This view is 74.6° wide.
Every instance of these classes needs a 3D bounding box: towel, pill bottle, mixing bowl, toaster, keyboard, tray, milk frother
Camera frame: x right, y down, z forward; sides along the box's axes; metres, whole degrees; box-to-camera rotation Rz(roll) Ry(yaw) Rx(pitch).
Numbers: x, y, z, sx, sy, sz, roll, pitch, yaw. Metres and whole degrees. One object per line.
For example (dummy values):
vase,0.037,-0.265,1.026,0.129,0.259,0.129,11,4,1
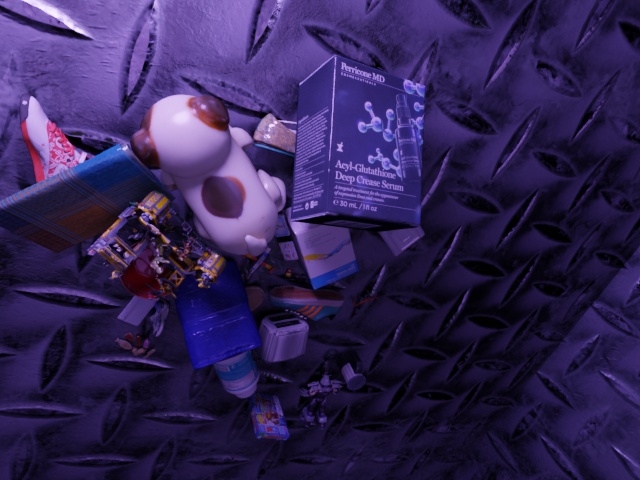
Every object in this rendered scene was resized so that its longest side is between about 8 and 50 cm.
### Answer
towel,-0.606,-0.099,1.094,0.370,0.040,0.271,-25,158,-4
pill bottle,-0.311,0.463,1.551,0.146,0.146,0.264,-18,124,-11
towel,-0.341,0.235,1.365,0.228,0.076,0.308,-17,86,-16
mixing bowl,-0.505,0.075,1.262,0.182,0.098,0.181,-5,103,-24
toaster,-0.146,0.354,1.548,0.227,0.129,0.146,-2,116,-37
keyboard,-0.558,0.177,1.371,0.072,0.014,0.256,32,104,-38
tray,0.281,-0.059,1.542,0.145,0.030,0.270,-37,125,4
milk frother,0.099,0.538,1.760,0.143,0.134,0.129,-10,121,-15

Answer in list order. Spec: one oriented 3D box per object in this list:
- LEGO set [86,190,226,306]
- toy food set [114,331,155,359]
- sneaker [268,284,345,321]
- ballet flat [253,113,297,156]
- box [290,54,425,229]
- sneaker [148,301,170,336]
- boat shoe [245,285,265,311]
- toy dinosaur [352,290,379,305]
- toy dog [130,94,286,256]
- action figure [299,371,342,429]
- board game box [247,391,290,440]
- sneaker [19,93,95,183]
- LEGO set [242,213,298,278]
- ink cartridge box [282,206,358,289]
LEGO set,-0.430,0.050,1.093,0.331,0.255,0.192,59,46,-35
toy food set,-0.630,0.353,1.443,0.078,0.019,0.122,-37,117,2
sneaker,-0.056,0.244,1.543,0.302,0.108,0.121,9,111,-27
ballet flat,-0.027,-0.276,1.251,0.349,0.123,0.123,17,112,-29
box,0.102,-0.236,1.143,0.294,0.212,0.395,5,84,-28
sneaker,-0.546,0.260,1.406,0.058,0.052,0.135,18,108,-16
boat shoe,-0.326,0.261,1.454,0.302,0.098,0.109,-26,125,-5
toy dinosaur,0.167,0.231,1.649,0.082,0.090,0.047,-36,115,-37
toy dog,-0.286,-0.165,1.055,0.285,0.395,0.408,-22,132,7
action figure,-0.009,0.689,1.837,0.185,0.099,0.285,8,112,-17
board game box,-0.212,0.707,1.699,0.136,0.201,0.035,20,111,-29
sneaker,-0.641,-0.228,1.052,0.145,0.090,0.270,-5,124,-20
LEGO set,-0.174,0.036,1.369,0.183,0.060,0.244,-6,127,14
ink cartridge box,0.000,0.000,1.381,0.168,0.171,0.232,-22,125,-8
